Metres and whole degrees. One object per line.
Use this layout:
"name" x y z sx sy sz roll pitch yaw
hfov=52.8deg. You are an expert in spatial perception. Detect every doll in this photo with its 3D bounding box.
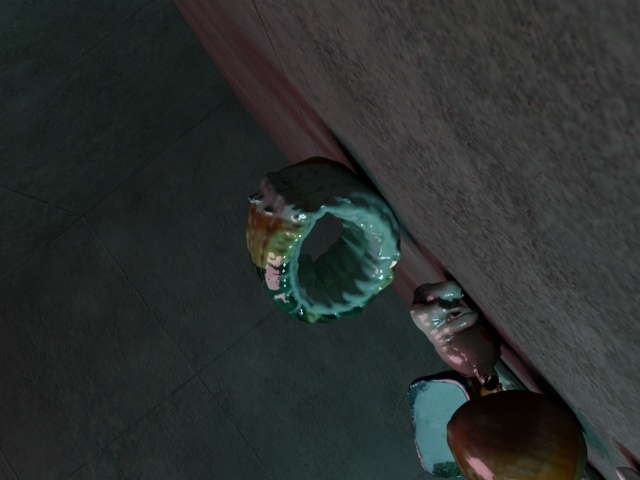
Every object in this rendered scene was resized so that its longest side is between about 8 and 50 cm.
"doll" 0.224 0.149 1.053 0.192 0.095 0.149 54 178 -1

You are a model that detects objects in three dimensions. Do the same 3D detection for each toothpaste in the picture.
"toothpaste" 0.345 0.255 1.228 0.233 0.038 0.060 54 180 33

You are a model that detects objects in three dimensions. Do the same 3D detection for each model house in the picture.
"model house" 0.371 0.427 1.636 0.291 0.184 0.253 -16 -90 -54

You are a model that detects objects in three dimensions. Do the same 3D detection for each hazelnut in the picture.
"hazelnut" 0.289 0.311 0.967 0.214 0.176 0.214 14 166 4

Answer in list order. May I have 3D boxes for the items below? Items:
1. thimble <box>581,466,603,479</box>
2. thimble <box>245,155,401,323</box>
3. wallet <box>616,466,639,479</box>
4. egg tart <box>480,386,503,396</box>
"thimble" 0.453 0.527 1.159 0.185 0.211 0.149 -21 116 43
"thimble" 0.000 0.000 1.121 0.288 0.254 0.167 54 178 -41
"wallet" 0.420 0.345 0.752 0.183 0.032 0.124 53 180 -21
"egg tart" 0.426 0.414 1.406 0.290 0.115 0.290 53 179 1
